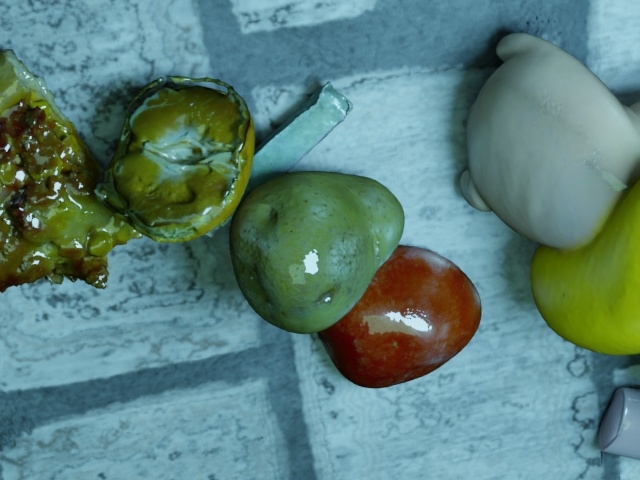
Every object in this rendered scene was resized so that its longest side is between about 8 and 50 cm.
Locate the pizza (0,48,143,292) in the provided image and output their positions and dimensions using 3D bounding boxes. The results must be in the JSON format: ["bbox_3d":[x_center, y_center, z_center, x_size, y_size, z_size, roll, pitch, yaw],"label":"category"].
[{"bbox_3d":[-0.282,-0.032,1.681,0.229,0.081,0.289,15,111,-15],"label":"pizza"}]

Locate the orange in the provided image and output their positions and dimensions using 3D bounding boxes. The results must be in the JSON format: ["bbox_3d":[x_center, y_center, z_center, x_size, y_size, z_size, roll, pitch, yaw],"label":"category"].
[{"bbox_3d":[-0.131,-0.074,1.659,0.170,0.160,0.112,-29,160,12],"label":"orange"}]

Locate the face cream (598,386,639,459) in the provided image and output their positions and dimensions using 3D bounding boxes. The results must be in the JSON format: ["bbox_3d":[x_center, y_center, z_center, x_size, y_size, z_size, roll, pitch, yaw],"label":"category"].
[{"bbox_3d":[0.413,0.217,1.911,0.198,0.057,0.084,11,113,-13],"label":"face cream"}]

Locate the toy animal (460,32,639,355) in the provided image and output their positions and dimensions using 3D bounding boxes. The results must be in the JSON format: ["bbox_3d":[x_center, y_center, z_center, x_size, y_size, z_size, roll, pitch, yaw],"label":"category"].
[{"bbox_3d":[0.315,-0.044,1.702,0.247,0.345,0.277,-29,144,-30],"label":"toy animal"}]

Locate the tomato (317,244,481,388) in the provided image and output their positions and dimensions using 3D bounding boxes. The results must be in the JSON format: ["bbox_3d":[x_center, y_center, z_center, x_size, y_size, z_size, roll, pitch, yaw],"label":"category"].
[{"bbox_3d":[0.082,0.083,1.787,0.174,0.082,0.166,-21,116,5],"label":"tomato"}]

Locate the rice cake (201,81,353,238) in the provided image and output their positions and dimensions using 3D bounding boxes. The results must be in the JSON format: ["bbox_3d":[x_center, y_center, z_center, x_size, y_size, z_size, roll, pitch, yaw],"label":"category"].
[{"bbox_3d":[-0.054,-0.078,1.717,0.211,0.034,0.043,-41,105,12],"label":"rice cake"}]

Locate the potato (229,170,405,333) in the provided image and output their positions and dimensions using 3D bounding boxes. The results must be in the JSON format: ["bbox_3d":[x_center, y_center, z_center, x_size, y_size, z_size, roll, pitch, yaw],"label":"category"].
[{"bbox_3d":[0.000,0.000,1.690,0.194,0.157,0.157,-29,122,-33],"label":"potato"}]
